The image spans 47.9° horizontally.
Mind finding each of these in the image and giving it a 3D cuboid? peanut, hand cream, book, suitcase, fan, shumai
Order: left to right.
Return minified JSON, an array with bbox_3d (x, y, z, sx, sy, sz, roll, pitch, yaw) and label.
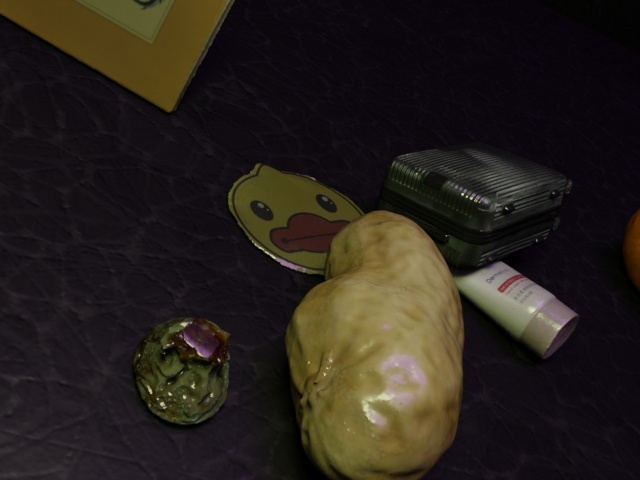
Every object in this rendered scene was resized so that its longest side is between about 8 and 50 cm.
[{"bbox_3d":[-0.321,-0.395,1.042,0.388,0.269,0.032,31,8,-3],"label":"book"},{"bbox_3d":[-0.129,0.111,0.716,0.098,0.087,0.124,11,39,-25],"label":"shumai"},{"bbox_3d":[0.000,-0.001,1.008,0.229,0.011,0.335,-11,53,-42],"label":"fan"},{"bbox_3d":[0.060,0.103,0.798,0.192,0.170,0.387,21,35,-5],"label":"peanut"},{"bbox_3d":[0.245,-0.067,1.133,0.202,0.128,0.312,31,31,35],"label":"suitcase"},{"bbox_3d":[0.261,0.068,1.076,0.248,0.083,0.133,40,34,28],"label":"hand cream"}]

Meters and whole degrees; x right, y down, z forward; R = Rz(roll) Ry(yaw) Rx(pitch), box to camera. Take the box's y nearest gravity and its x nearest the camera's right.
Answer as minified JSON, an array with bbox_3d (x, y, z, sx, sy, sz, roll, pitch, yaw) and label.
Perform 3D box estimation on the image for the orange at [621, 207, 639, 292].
[{"bbox_3d":[0.701,0.029,1.315,0.283,0.226,0.284,14,39,-12],"label":"orange"}]
